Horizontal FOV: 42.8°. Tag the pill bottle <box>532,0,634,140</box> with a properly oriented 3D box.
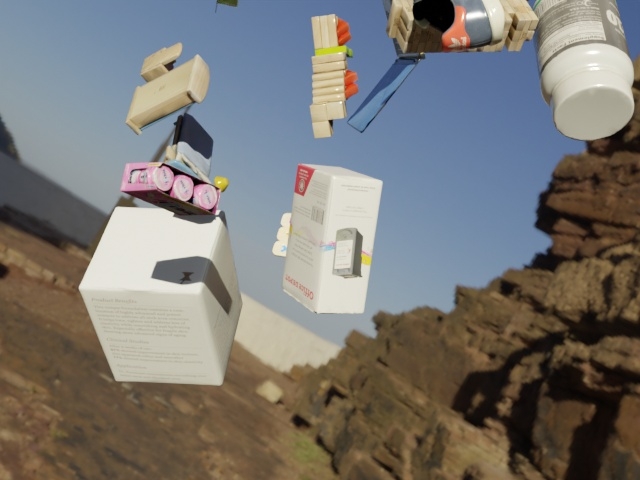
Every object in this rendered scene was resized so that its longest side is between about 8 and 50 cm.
[{"bbox_3d":[0.602,-0.416,1.881,0.204,0.361,0.204,3,-36,2],"label":"pill bottle"}]

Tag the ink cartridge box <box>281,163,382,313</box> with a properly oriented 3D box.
[{"bbox_3d":[0.021,-0.009,1.860,0.131,0.306,0.226,2,12,-24],"label":"ink cartridge box"}]

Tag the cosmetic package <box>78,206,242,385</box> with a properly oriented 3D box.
[{"bbox_3d":[-0.426,0.159,2.296,0.329,0.327,0.394,2,-47,8],"label":"cosmetic package"}]

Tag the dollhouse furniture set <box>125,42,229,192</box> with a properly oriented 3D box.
[{"bbox_3d":[-0.298,-0.309,2.064,0.198,0.286,0.303,-20,-46,24],"label":"dollhouse furniture set"}]

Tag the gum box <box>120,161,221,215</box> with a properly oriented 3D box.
[{"bbox_3d":[-0.311,-0.107,1.690,0.107,0.062,0.188,0,-14,36],"label":"gum box"}]

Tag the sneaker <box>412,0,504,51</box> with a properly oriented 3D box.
[{"bbox_3d":[0.241,-0.518,1.660,0.131,0.148,0.350,74,-4,-55],"label":"sneaker"}]

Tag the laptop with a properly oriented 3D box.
[{"bbox_3d":[0.154,-0.565,2.442,0.382,0.236,0.408,-112,-175,-77],"label":"laptop"}]

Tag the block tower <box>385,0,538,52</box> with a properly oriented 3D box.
[{"bbox_3d":[0.328,-0.498,1.895,0.091,0.335,0.097,101,-21,-46],"label":"block tower"}]

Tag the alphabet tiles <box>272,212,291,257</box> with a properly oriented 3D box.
[{"bbox_3d":[0.000,0.000,2.563,0.278,0.284,0.021,7,-36,9],"label":"alphabet tiles"}]

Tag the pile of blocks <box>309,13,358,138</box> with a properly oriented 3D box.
[{"bbox_3d":[0.047,-0.421,2.105,0.112,0.362,0.149,-4,-20,15],"label":"pile of blocks"}]

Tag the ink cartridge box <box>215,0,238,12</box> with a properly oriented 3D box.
[{"bbox_3d":[-0.246,-0.719,2.254,0.062,0.109,0.209,10,-16,-8],"label":"ink cartridge box"}]
